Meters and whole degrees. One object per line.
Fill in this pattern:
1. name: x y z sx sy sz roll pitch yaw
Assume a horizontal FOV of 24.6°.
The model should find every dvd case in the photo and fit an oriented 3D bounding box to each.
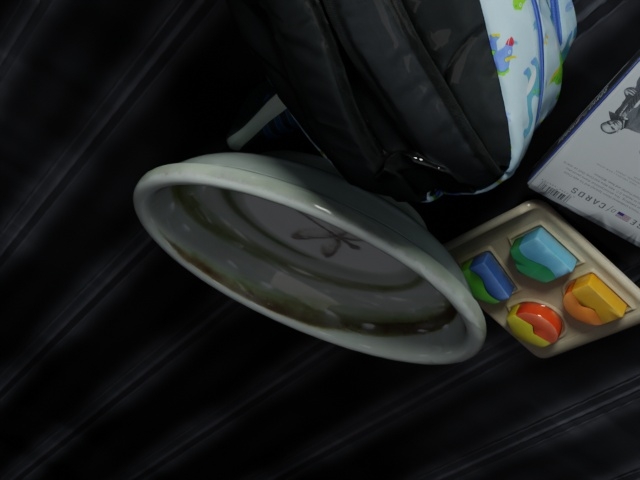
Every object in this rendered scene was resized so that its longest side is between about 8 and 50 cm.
1. dvd case: 0.321 -0.075 1.354 0.179 0.030 0.239 29 147 -5

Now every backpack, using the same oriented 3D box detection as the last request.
1. backpack: 0.066 -0.199 1.182 0.290 0.273 0.356 -5 115 34

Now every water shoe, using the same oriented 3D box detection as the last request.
1. water shoe: -0.022 -0.127 1.467 0.080 0.073 0.203 35 146 -18

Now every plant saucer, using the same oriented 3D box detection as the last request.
1. plant saucer: 0.000 0.000 1.558 0.400 0.101 0.400 21 160 8

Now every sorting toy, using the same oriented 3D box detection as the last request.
1. sorting toy: 0.235 0.052 1.575 0.208 0.038 0.193 37 145 -18
